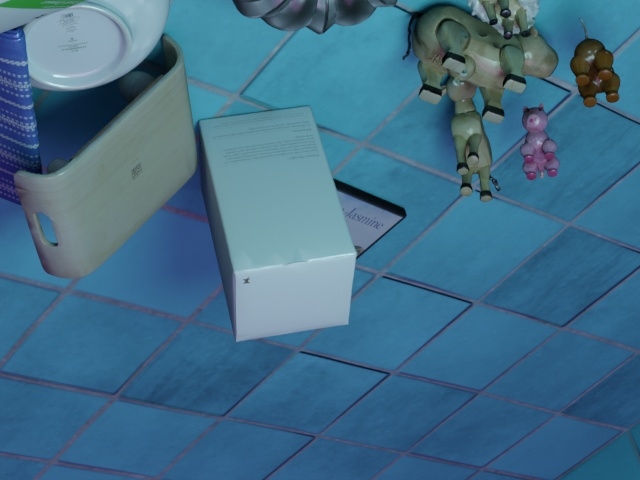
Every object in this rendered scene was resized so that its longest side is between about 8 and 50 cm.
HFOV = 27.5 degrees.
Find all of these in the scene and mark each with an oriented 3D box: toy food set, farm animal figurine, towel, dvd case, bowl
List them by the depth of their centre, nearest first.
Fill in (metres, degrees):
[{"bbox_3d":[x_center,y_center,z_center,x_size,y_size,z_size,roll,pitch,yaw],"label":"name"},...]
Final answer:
[{"bbox_3d":[-0.314,-0.283,1.634,0.298,0.134,0.298,-11,144,-8],"label":"bowl"},{"bbox_3d":[-0.463,-0.189,1.673,0.243,0.040,0.336,23,144,12],"label":"towel"},{"bbox_3d":[-0.285,-0.113,1.784,0.306,0.092,0.220,-48,155,-29],"label":"toy food set"},{"bbox_3d":[0.253,-0.239,1.893,0.327,0.172,0.330,29,133,-29],"label":"farm animal figurine"},{"bbox_3d":[0.000,0.000,2.209,0.180,0.022,0.253,21,130,-39],"label":"dvd case"}]

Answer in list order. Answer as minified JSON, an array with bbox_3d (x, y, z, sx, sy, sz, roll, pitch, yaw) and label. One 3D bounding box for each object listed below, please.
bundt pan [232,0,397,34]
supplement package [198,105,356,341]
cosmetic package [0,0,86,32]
[{"bbox_3d":[0.002,-0.387,1.628,0.331,0.124,0.331,-10,142,-8],"label":"bundt pan"},{"bbox_3d":[-0.069,-0.026,1.923,0.177,0.293,0.175,-8,142,-10],"label":"supplement package"},{"bbox_3d":[-0.407,-0.298,1.419,0.365,0.155,0.197,-17,-176,19],"label":"cosmetic package"}]
